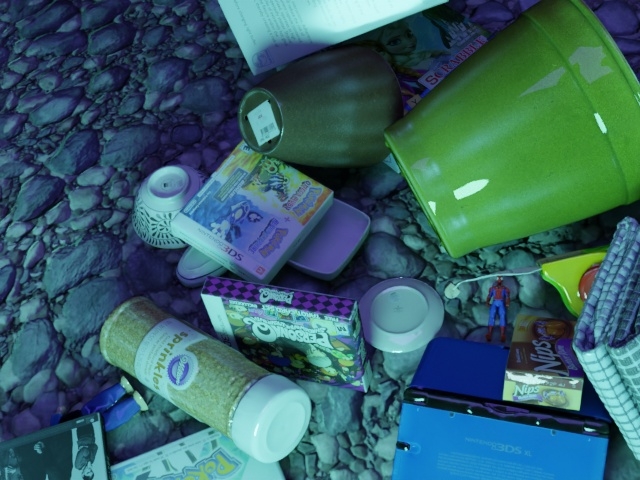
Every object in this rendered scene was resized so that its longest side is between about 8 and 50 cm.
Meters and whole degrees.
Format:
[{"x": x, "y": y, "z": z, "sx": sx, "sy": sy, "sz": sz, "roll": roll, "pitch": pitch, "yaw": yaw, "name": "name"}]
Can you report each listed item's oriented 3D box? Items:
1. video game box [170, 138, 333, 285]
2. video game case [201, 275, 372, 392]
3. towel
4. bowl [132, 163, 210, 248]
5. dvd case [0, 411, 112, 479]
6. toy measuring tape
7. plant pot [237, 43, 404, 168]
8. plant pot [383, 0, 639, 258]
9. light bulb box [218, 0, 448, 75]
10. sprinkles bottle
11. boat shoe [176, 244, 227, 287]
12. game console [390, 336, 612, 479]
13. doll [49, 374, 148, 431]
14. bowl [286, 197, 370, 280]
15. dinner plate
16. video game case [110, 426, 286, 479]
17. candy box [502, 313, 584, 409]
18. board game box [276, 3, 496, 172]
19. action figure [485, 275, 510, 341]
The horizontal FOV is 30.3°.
[{"x": -0.111, "y": -0.045, "z": 1.930, "sx": 0.187, "sy": 0.048, "sz": 0.205, "roll": 32, "pitch": 65, "yaw": 13, "name": "video game box"}, {"x": -0.047, "y": 0.141, "z": 1.765, "sx": 0.232, "sy": 0.210, "sz": 0.042, "roll": 9, "pitch": 56, "yaw": 15, "name": "video game case"}, {"x": 0.481, "y": 0.132, "z": 1.648, "sx": 0.121, "sy": 0.235, "sz": 0.284, "roll": -9, "pitch": 37, "yaw": 44, "name": "towel"}, {"x": -0.255, "y": -0.076, "z": 2.043, "sx": 0.170, "sy": 0.080, "sz": 0.170, "roll": -5, "pitch": 54, "yaw": 7, "name": "bowl"}, {"x": -0.389, "y": 0.383, "z": 1.719, "sx": 0.179, "sy": 0.029, "sz": 0.239, "roll": -17, "pitch": 56, "yaw": 3, "name": "dvd case"}, {"x": 0.359, "y": 0.083, "z": 1.797, "sx": 0.330, "sy": 0.121, "sz": 0.121, "roll": -13, "pitch": 53, "yaw": 5, "name": "toy measuring tape"}, {"x": -0.016, "y": -0.210, "z": 1.955, "sx": 0.230, "sy": 0.215, "sz": 0.215, "roll": -15, "pitch": 44, "yaw": -45, "name": "plant pot"}, {"x": 0.302, "y": -0.154, "z": 1.859, "sx": 0.353, "sy": 0.366, "sz": 0.366, "roll": -28, "pitch": 54, "yaw": 3, "name": "plant pot"}, {"x": 0.028, "y": -0.501, "z": 2.080, "sx": 0.361, "sy": 0.225, "sz": 0.358, "roll": -19, "pitch": 23, "yaw": 17, "name": "light bulb box"}, {"x": -0.178, "y": 0.203, "z": 1.769, "sx": 0.355, "sy": 0.121, "sz": 0.121, "roll": 25, "pitch": 62, "yaw": 36, "name": "sprinkles bottle"}, {"x": -0.160, "y": -0.018, "z": 1.985, "sx": 0.083, "sy": 0.076, "sz": 0.226, "roll": 33, "pitch": 66, "yaw": 29, "name": "boat shoe"}, {"x": 0.271, "y": 0.282, "z": 1.719, "sx": 0.293, "sy": 0.173, "sz": 0.250, "roll": 8, "pitch": 87, "yaw": 16, "name": "game console"}, {"x": -0.358, "y": 0.292, "z": 1.814, "sx": 0.189, "sy": 0.046, "sz": 0.129, "roll": -36, "pitch": 55, "yaw": -16, "name": "doll"}, {"x": 0.000, "y": 0.000, "z": 1.958, "sx": 0.142, "sy": 0.053, "sz": 0.142, "roll": 25, "pitch": 62, "yaw": 24, "name": "bowl"}, {"x": 0.125, "y": 0.114, "z": 1.875, "sx": 0.141, "sy": 0.017, "sz": 0.141, "roll": -5, "pitch": 52, "yaw": 6, "name": "dinner plate"}, {"x": -0.194, "y": 0.426, "z": 1.692, "sx": 0.329, "sy": 0.036, "sz": 0.300, "roll": -21, "pitch": 54, "yaw": -5, "name": "video game case"}, {"x": 0.327, "y": 0.173, "z": 1.710, "sx": 0.109, "sy": 0.053, "sz": 0.187, "roll": 7, "pitch": 22, "yaw": 13, "name": "candy box"}, {"x": 0.141, "y": -0.311, "z": 2.150, "sx": 0.318, "sy": 0.066, "sz": 0.318, "roll": -40, "pitch": 57, "yaw": -19, "name": "board game box"}, {"x": 0.278, "y": 0.103, "z": 1.849, "sx": 0.038, "sy": 0.030, "sz": 0.115, "roll": -1, "pitch": 52, "yaw": 14, "name": "action figure"}]
